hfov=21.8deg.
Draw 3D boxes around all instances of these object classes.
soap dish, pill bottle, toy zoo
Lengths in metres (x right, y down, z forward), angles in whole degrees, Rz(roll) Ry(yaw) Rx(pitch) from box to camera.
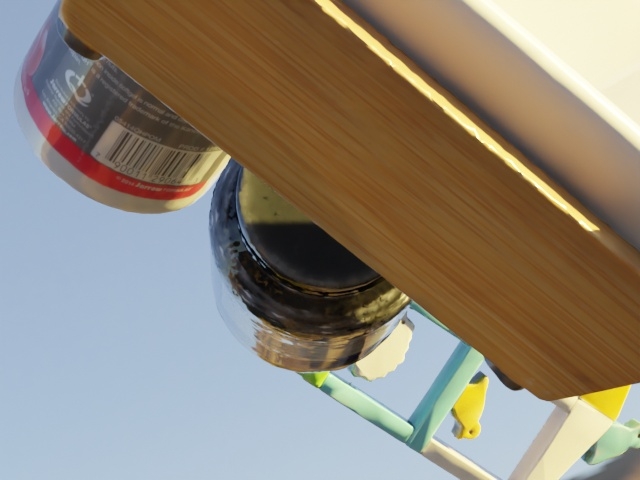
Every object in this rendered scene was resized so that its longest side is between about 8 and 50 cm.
[{"bbox_3d":[0.040,-0.085,0.669,0.118,0.291,0.229,-44,17,26],"label":"soap dish"},{"bbox_3d":[0.000,0.000,0.909,0.123,0.123,0.219,-19,-10,-7],"label":"pill bottle"},{"bbox_3d":[0.111,0.064,1.173,0.192,0.293,0.030,-57,13,1],"label":"toy zoo"},{"bbox_3d":[-0.082,-0.177,1.186,0.176,0.176,0.318,-6,-32,-41],"label":"pill bottle"}]
